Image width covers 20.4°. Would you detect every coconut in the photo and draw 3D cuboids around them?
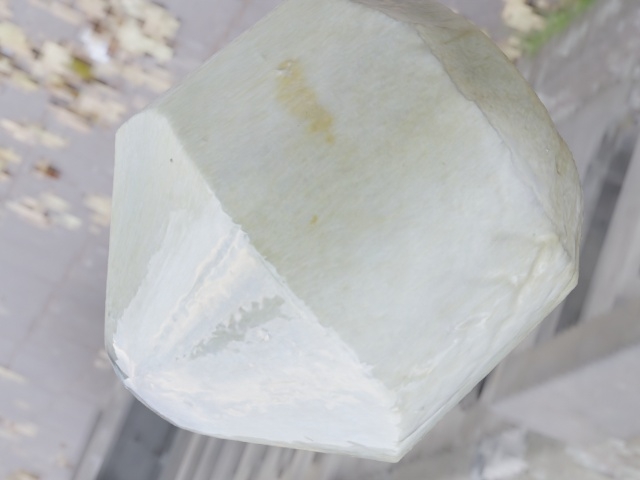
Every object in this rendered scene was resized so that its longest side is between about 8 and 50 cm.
[{"bbox_3d":[0.000,0.000,0.820,0.202,0.222,0.202,47,172,9],"label":"coconut"}]
